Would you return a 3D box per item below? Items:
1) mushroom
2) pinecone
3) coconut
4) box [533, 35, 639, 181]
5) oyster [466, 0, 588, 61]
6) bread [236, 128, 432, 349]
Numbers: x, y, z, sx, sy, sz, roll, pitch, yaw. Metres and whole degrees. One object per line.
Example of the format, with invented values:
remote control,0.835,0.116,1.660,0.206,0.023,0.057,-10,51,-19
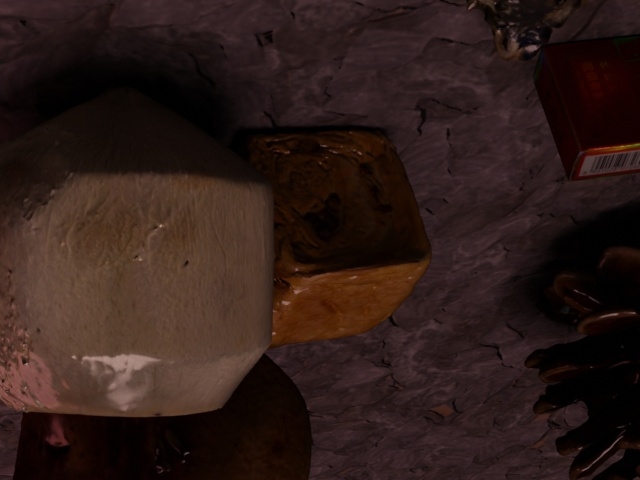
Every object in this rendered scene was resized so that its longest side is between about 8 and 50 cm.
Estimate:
mushroom,-0.140,0.198,1.160,0.345,0.345,0.259,-31,152,28
pinecone,0.409,0.173,1.307,0.384,0.384,0.384,-9,149,-5
coconut,-0.159,0.009,0.960,0.245,0.247,0.245,0,176,0
box,0.274,-0.113,1.020,0.175,0.112,0.048,-8,148,-9
oyster,0.150,-0.190,0.909,0.103,0.051,0.148,-32,134,18
bread,0.000,0.000,1.079,0.158,0.149,0.143,1,150,-21
